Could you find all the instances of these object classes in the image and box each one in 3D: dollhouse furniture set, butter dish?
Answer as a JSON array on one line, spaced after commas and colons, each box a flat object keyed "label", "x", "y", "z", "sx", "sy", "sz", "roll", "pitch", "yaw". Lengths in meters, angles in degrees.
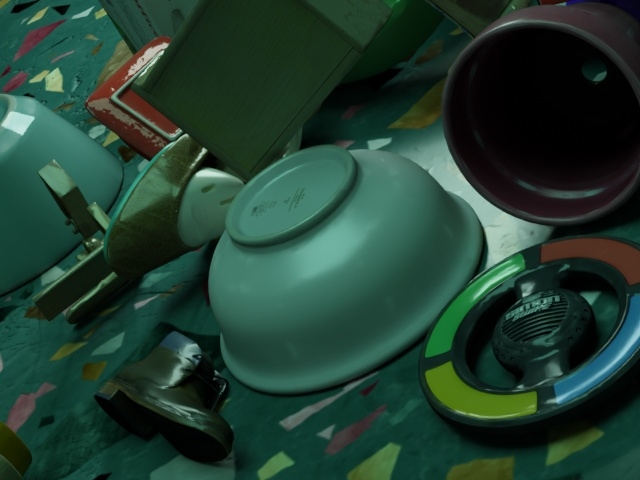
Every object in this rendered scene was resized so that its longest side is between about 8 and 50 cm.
[{"label": "dollhouse furniture set", "x": 0.010, "y": -0.283, "z": 1.588, "sx": 0.256, "sy": 0.362, "sz": 0.394, "roll": -45, "pitch": 8, "yaw": 48}, {"label": "butter dish", "x": -0.194, "y": -0.153, "z": 1.919, "sx": 0.160, "sy": 0.118, "sz": 0.160, "roll": 34, "pitch": 61, "yaw": 15}, {"label": "dollhouse furniture set", "x": -0.303, "y": 0.011, "z": 1.739, "sx": 0.123, "sy": 0.144, "sz": 0.151, "roll": -39, "pitch": 67, "yaw": -11}]

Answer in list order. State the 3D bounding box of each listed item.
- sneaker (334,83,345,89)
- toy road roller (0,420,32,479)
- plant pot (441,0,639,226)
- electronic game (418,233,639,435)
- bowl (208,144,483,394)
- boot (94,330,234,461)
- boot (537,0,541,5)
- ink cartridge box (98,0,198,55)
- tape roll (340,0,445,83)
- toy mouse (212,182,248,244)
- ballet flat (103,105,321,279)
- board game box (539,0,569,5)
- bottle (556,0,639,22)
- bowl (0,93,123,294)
[{"label": "sneaker", "x": -0.019, "y": -0.239, "z": 1.901, "sx": 0.237, "sy": 0.086, "sz": 0.085, "roll": 0, "pitch": 41, "yaw": 42}, {"label": "toy road roller", "x": -0.476, "y": 0.230, "z": 1.477, "sx": 0.329, "sy": 0.240, "sz": 0.202, "roll": -6, "pitch": 39, "yaw": 38}, {"label": "plant pot", "x": 0.235, "y": -0.139, "z": 1.421, "sx": 0.201, "sy": 0.201, "sz": 0.180, "roll": -13, "pitch": 19, "yaw": 30}, {"label": "electronic game", "x": 0.188, "y": 0.076, "z": 1.271, "sx": 0.229, "sy": 0.048, "sz": 0.229, "roll": -24, "pitch": 30, "yaw": 15}, {"label": "bowl", "x": 0.000, "y": 0.000, "z": 1.478, "sx": 0.298, "sy": 0.134, "sz": 0.298, "roll": -23, "pitch": 30, "yaw": 15}, {"label": "boot", "x": -0.129, "y": 0.141, "z": 1.441, "sx": 0.106, "sy": 0.082, "sz": 0.219, "roll": -49, "pitch": 31, "yaw": -21}, {"label": "boot", "x": 0.341, "y": -0.349, "z": 1.740, "sx": 0.263, "sy": 0.091, "sz": 0.229, "roll": -28, "pitch": 24, "yaw": 0}, {"label": "ink cartridge box", "x": -0.215, "y": -0.334, "z": 2.105, "sx": 0.121, "sy": 0.211, "sz": 0.289, "roll": -37, "pitch": 31, "yaw": -11}, {"label": "tape roll", "x": 0.024, "y": -0.352, "z": 1.831, "sx": 0.321, "sy": 0.077, "sz": 0.321, "roll": -9, "pitch": 70, "yaw": 27}, {"label": "toy mouse", "x": -0.074, "y": -0.039, "z": 1.708, "sx": 0.143, "sy": 0.031, "sz": 0.161, "roll": -35, "pitch": 30, "yaw": -3}, {"label": "ballet flat", "x": -0.103, "y": -0.079, "z": 1.677, "sx": 0.124, "sy": 0.116, "sz": 0.342, "roll": 15, "pitch": 48, "yaw": 28}, {"label": "board game box", "x": 0.384, "y": -0.336, "z": 1.475, "sx": 0.316, "sy": 0.064, "sz": 0.242, "roll": -8, "pitch": 27, "yaw": 32}, {"label": "bottle", "x": 0.372, "y": -0.248, "z": 1.533, "sx": 0.283, "sy": 0.092, "sz": 0.118, "roll": -4, "pitch": 42, "yaw": 40}, {"label": "bowl", "x": -0.433, "y": -0.077, "z": 1.976, "sx": 0.311, "sy": 0.163, "sz": 0.311, "roll": -25, "pitch": 30, "yaw": 15}]
